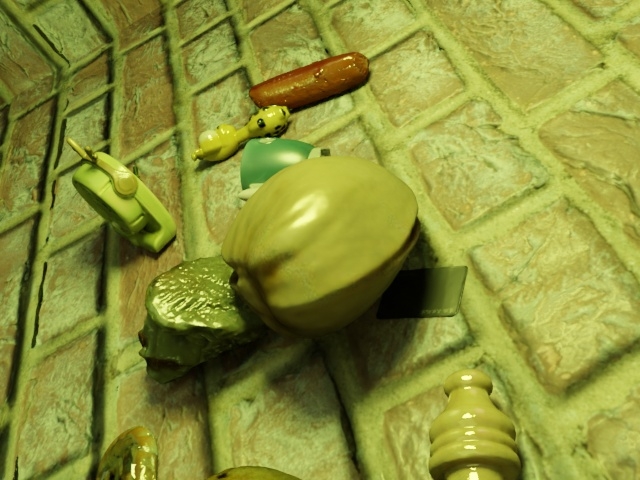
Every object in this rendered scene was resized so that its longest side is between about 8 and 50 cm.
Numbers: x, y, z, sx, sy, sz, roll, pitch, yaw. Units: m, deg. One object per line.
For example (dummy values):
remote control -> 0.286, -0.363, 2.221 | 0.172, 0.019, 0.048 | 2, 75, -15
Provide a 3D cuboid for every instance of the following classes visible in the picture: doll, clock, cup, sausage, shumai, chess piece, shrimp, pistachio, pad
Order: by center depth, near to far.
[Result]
chess piece -> 0.211, 0.299, 1.043 | 0.139, 0.124, 0.307 | -47, 22, 38
shrimp -> -0.348, 0.430, 1.356 | 0.145, 0.059, 0.254 | -30, 37, 10
pad -> 0.178, 0.092, 1.369 | 0.157, 0.003, 0.112 | -6, 46, 32
pistachio -> 0.000, 0.000, 1.399 | 0.366, 0.281, 0.445 | -10, 24, 16
shumai -> -0.216, 0.162, 1.511 | 0.272, 0.203, 0.222 | 0, 40, -12
cup -> -0.062, -0.144, 1.681 | 0.173, 0.167, 0.299 | -2, 22, 25
clock -> -0.491, -0.112, 1.844 | 0.096, 0.308, 0.235 | -48, 38, -18
sausage -> -0.030, -0.399, 1.982 | 0.331, 0.102, 0.102 | -14, 42, 23
doll -> -0.205, -0.274, 1.990 | 0.291, 0.086, 0.117 | -21, -1, 20

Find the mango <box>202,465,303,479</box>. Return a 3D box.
mango -> -0.051, 0.426, 1.065 | 0.330, 0.176, 0.176 | 21, 94, 26

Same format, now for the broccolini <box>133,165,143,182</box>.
broccolini -> -0.491, -0.154, 2.123 | 0.042, 0.044, 0.218 | -45, 30, 12
